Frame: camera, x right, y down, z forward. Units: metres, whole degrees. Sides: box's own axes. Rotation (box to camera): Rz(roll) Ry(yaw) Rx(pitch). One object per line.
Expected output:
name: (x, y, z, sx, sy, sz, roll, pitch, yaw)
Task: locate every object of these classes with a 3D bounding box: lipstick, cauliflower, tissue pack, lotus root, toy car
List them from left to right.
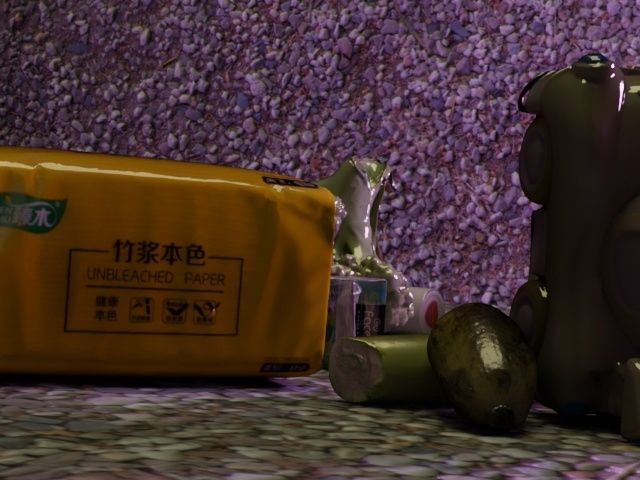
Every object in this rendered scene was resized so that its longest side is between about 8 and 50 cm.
tissue pack: (-0.215, 0.023, 1.233, 0.381, 0.228, 0.293, 3, 2, -25)
cauliflower: (-0.009, 0.014, 1.659, 0.326, 0.281, 0.260, 10, 6, 21)
tissue pack: (0.037, 0.100, 1.411, 0.085, 0.111, 0.079, 3, 0, 0)
lipstick: (0.060, 0.117, 2.106, 0.326, 0.087, 0.087, 3, -1, 36)
lotus root: (0.145, 0.107, 1.040, 0.089, 0.081, 0.179, 13, 19, -10)
toy car: (0.316, 0.004, 1.070, 0.242, 0.336, 0.226, 4, 1, -13)

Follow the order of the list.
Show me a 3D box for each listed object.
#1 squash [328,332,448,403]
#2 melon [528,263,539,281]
squash: (0.127, 0.124, 1.159, 0.250, 0.083, 0.083, 0, 2, -34)
melon: (0.476, 0.063, 1.899, 0.308, 0.272, 0.271, 8, 2, 38)
